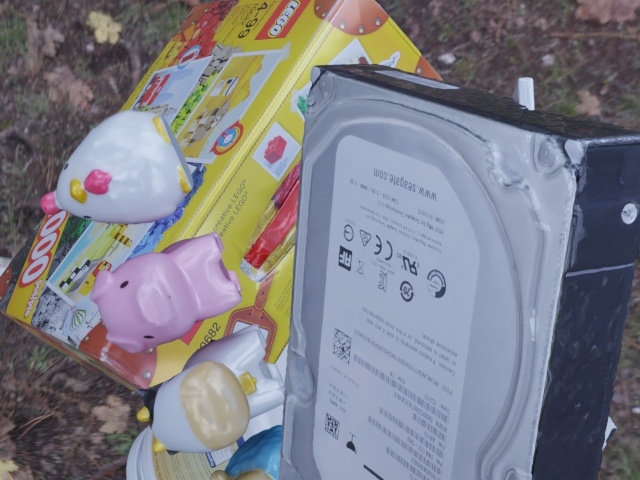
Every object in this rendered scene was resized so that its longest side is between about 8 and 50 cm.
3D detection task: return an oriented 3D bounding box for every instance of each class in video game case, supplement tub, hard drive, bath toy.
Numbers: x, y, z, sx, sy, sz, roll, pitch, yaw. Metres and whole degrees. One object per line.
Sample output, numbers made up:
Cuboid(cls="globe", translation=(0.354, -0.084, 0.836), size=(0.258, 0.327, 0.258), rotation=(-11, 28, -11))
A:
Cuboid(cls="video game case", translation=(0.312, -0.114, 1.607), size=(0.026, 0.206, 0.226), rotation=(-1, 79, 4))
Cuboid(cls="supplement tub", translation=(-0.106, 0.291, 1.432), size=(0.228, 0.316, 0.228), rotation=(27, 46, -32))
Cuboid(cls="hard drive", translation=(0.063, 0.079, 0.615), size=(0.064, 0.237, 0.338), rotation=(-8, 112, -32))
Cuboid(cls="bath toy", translation=(-0.127, 0.063, 0.863), size=(0.129, 0.151, 0.348), rotation=(-23, 92, 0))

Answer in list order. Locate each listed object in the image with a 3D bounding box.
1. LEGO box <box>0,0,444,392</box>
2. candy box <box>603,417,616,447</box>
Cuboid(cls="LEGO box", translation=(-0.137, -0.053, 1.259), size=(0.193, 0.373, 0.500), rotation=(42, 71, -32))
Cuboid(cls="candy box", translation=(0.158, 0.152, 0.897), size=(0.196, 0.070, 0.164), rotation=(-32, 89, -49))
